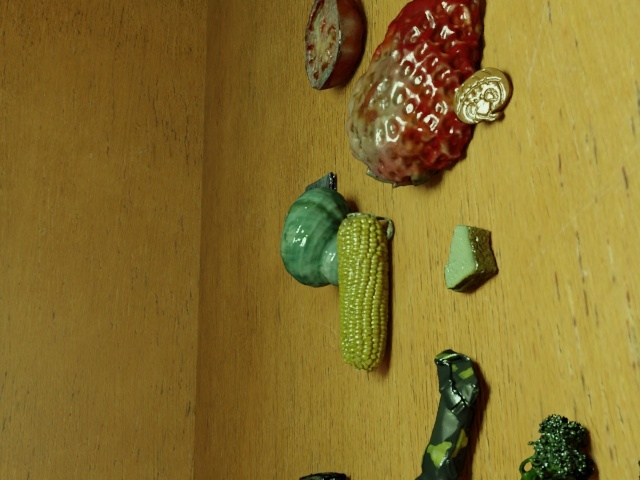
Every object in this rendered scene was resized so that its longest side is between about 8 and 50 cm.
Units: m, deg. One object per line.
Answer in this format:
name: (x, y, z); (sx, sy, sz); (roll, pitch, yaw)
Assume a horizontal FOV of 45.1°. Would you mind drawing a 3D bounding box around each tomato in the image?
tomato: (0.035, -0.435, 1.684); (0.225, 0.085, 0.225); (-177, 90, -67)

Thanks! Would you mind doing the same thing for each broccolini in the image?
broccolini: (0.255, 0.287, 0.926); (0.074, 0.058, 0.201); (-95, 22, -45)

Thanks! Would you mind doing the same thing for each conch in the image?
conch: (0.000, 0.000, 1.559); (0.277, 0.195, 0.220); (41, 156, 40)

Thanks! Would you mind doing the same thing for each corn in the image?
corn: (0.080, 0.094, 1.408); (0.106, 0.106, 0.293); (155, 117, -67)

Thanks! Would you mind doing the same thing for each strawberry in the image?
strawberry: (0.141, -0.258, 1.254); (0.265, 0.149, 0.336); (-125, 45, -63)

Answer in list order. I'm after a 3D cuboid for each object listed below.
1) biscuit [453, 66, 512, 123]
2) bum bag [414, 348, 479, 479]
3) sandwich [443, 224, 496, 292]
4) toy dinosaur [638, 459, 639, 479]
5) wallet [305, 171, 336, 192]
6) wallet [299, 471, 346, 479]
biscuit: (0.235, -0.206, 1.117); (0.091, 0.015, 0.078); (-41, 64, 31)
bum bag: (0.183, 0.278, 1.120); (0.106, 0.060, 0.233); (-148, 68, -78)
sandwich: (0.215, 0.027, 1.137); (0.105, 0.035, 0.093); (124, 145, -55)
toy dinosaur: (0.324, 0.285, 0.800); (0.187, 0.087, 0.179); (-61, -10, 16)
wallet: (-0.003, -0.088, 1.775); (0.166, 0.030, 0.111); (162, 117, -67)
wallet: (-0.007, 0.584, 1.558); (0.262, 0.071, 0.221); (129, 142, -67)
